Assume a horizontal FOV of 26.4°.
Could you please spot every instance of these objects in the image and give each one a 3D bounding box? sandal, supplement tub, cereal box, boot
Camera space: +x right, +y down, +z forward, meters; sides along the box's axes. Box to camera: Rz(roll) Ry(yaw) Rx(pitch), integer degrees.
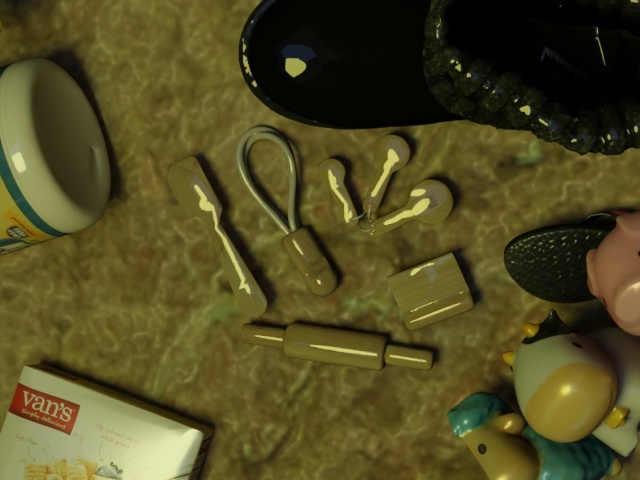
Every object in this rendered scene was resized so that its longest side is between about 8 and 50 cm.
[{"bbox_3d":[0.229,0.005,1.051,0.179,0.040,0.067,-10,121,2],"label":"sandal"},{"bbox_3d":[-0.288,-0.054,1.112,0.200,0.144,0.144,-16,97,17],"label":"supplement tub"},{"bbox_3d":[-0.212,0.245,1.178,0.173,0.047,0.240,18,91,9],"label":"cereal box"},{"bbox_3d":[0.084,-0.132,0.939,0.348,0.260,0.131,-2,101,14],"label":"boot"}]

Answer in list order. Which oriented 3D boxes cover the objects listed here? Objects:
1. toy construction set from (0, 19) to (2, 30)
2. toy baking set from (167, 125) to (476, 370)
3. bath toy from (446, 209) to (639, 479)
[{"bbox_3d":[-0.416,-0.190,1.105,0.328,0.151,0.215,-21,111,39],"label":"toy construction set"},{"bbox_3d":[0.001,0.007,1.115,0.256,0.030,0.196,3,100,13],"label":"toy baking set"},{"bbox_3d":[0.236,0.042,0.983,0.129,0.151,0.348,45,118,19],"label":"bath toy"}]
